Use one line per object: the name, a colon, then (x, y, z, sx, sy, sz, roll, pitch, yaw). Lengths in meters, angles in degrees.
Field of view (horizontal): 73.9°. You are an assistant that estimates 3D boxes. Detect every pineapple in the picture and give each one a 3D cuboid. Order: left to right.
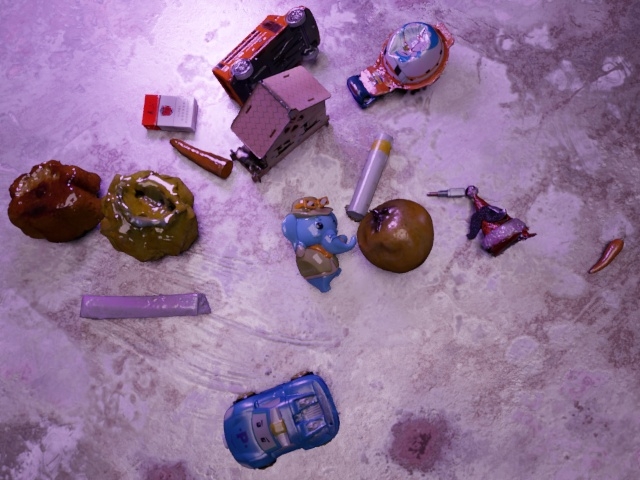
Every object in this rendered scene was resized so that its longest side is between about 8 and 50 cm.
pineapple: (0.106, -0.076, 1.256, 0.083, 0.019, 0.045, 23, 78, 1)

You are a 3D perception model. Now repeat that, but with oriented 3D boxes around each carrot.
carrot: (-0.365, -0.254, 1.271, 0.210, 0.061, 0.061, 27, 82, 9)
carrot: (0.830, 0.045, 1.229, 0.035, 0.035, 0.142, 40, 87, 6)

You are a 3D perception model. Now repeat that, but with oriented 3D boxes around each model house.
model house: (-0.127, -0.343, 1.190, 0.326, 0.244, 0.169, -41, 85, -5)

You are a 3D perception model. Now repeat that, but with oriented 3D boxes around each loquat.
loquat: (0.203, -0.018, 1.157, 0.213, 0.213, 0.213, 0, 81, 0)

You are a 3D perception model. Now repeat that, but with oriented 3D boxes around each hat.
hat: (0.486, -0.070, 1.209, 0.129, 0.140, 0.227, -21, 68, -14)

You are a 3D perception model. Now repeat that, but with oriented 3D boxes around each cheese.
cheese: (0.238, -0.526, 1.278, 0.329, 0.129, 0.216, -29, 76, 14)

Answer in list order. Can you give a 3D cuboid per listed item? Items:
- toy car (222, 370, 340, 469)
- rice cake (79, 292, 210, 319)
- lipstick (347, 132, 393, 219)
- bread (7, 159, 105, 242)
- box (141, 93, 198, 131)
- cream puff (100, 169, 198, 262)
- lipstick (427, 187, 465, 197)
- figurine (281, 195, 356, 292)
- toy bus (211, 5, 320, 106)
toy car: (-0.106, 0.471, 1.096, 0.314, 0.166, 0.198, -19, 78, -2)
rice cake: (-0.496, 0.186, 1.196, 0.365, 0.056, 0.072, -1, 83, 0)
lipstick: (0.147, -0.188, 1.245, 0.059, 0.059, 0.263, 21, 76, 4)
bread: (-0.751, -0.117, 1.207, 0.247, 0.135, 0.232, -21, 68, -1)
box: (-0.457, -0.387, 1.295, 0.152, 0.048, 0.100, 4, 79, -1)
cream puff: (-0.479, -0.074, 1.175, 0.282, 0.185, 0.281, 0, 84, 2)
lipstick: (0.371, -0.140, 1.263, 0.107, 0.025, 0.025, -3, 81, 6)
figurine: (-0.003, 0.001, 1.194, 0.180, 0.154, 0.262, -28, 99, -13)
toy bus: (-0.155, -0.554, 1.270, 0.329, 0.143, 0.153, -46, 60, -5)
